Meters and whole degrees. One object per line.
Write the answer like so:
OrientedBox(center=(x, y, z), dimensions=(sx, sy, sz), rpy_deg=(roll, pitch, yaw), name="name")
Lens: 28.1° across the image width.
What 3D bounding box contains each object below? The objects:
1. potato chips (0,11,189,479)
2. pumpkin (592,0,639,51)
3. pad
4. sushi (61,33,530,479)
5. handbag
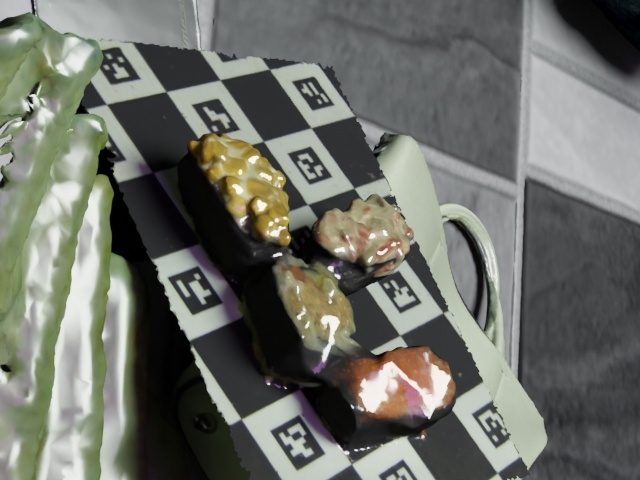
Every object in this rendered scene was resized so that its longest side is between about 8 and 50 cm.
OrientedBox(center=(-0.121, 0.119, 0.458), dimensions=(0.373, 0.097, 0.389), rpy_deg=(-29, 113, -67), name="potato chips")
OrientedBox(center=(0.327, -0.302, 0.980), dimensions=(0.363, 0.266, 0.363), rpy_deg=(4, 84, -50), name="pumpkin")
OrientedBox(center=(-0.100, -0.067, 0.677), dimensions=(0.112, 0.003, 0.157), rpy_deg=(-5, 88, -47), name="pad")
OrientedBox(center=(0.000, 0.000, 0.638), dimensions=(0.192, 0.043, 0.279), rpy_deg=(-1, 58, -42), name="sushi")
OrientedBox(center=(0.061, 0.072, 0.760), dimensions=(0.315, 0.109, 0.241), rpy_deg=(-43, 115, -46), name="handbag")
